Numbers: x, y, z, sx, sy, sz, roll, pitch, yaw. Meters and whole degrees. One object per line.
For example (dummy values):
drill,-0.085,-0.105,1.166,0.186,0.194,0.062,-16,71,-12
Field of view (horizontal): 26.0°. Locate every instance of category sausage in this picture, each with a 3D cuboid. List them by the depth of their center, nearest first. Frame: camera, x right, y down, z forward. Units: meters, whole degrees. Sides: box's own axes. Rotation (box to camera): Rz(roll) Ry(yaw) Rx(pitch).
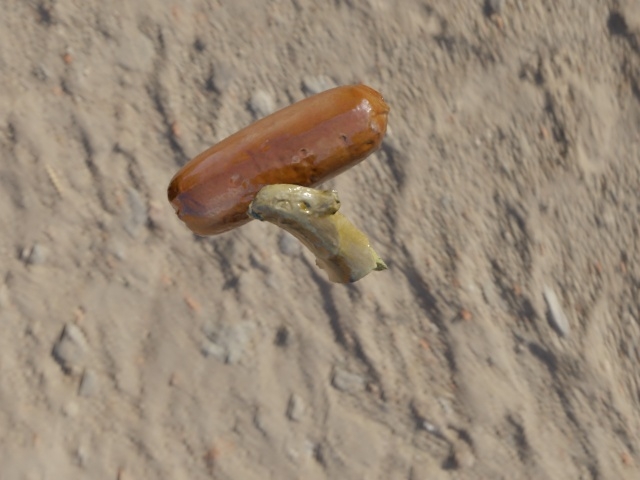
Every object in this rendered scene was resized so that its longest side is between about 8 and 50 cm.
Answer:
sausage,-0.032,-0.069,1.150,0.198,0.076,0.076,-26,73,1

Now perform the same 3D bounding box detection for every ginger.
ginger,0.005,-0.003,1.100,0.057,0.137,0.044,-9,48,49
